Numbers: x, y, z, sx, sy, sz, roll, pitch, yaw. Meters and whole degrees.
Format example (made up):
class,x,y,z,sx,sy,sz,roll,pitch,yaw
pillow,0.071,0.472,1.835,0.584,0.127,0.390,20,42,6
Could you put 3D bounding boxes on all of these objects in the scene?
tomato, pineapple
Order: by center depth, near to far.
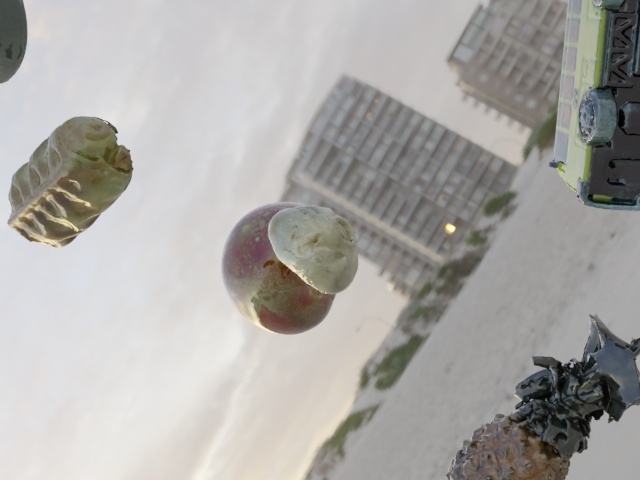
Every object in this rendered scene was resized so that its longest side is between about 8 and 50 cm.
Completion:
class,x,y,z,sx,sy,sz,roll,pitch,yaw
pineapple,0.235,0.181,1.010,0.237,0.119,0.111,-52,-10,6
tomato,-0.087,0.054,2.056,0.270,0.222,0.270,-15,-72,-55

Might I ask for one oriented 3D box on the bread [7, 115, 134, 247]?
class,x,y,z,sx,sy,sz,roll,pitch,yaw
bread,-0.351,-0.074,1.386,0.232,0.128,0.088,-37,12,38

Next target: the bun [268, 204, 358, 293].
class,x,y,z,sx,sy,sz,roll,pitch,yaw
bun,0.000,0.000,1.682,0.102,0.183,0.183,-48,-10,19

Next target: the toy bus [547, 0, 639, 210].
class,x,y,z,sx,sy,sz,roll,pitch,yaw
toy bus,0.299,-0.168,0.958,0.150,0.128,0.262,-102,14,-76

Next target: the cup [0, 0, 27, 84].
class,x,y,z,sx,sy,sz,roll,pitch,yaw
cup,-0.365,-0.180,0.827,0.150,0.199,0.199,-52,-15,-44
